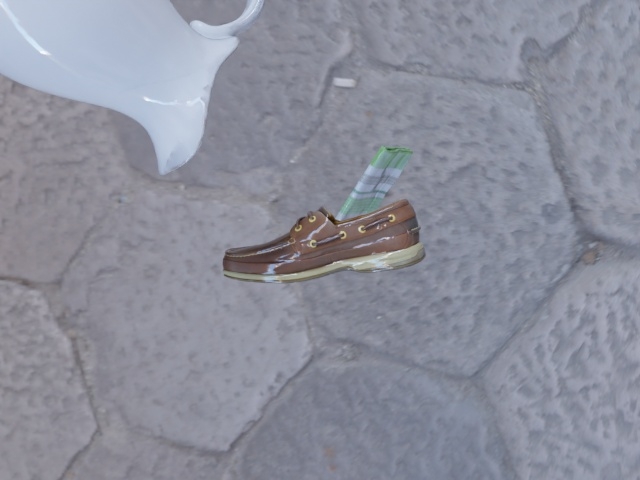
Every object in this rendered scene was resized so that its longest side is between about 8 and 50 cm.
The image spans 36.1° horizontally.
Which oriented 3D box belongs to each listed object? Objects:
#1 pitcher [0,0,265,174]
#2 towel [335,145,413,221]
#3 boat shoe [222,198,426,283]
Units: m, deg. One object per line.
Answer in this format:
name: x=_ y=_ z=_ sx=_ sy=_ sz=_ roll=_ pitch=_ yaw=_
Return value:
pitcher: x=-0.148 y=-0.171 z=0.680 sx=0.207 sy=0.125 sz=0.177 roll=34 pitch=67 yaw=-20
towel: x=0.071 y=-0.064 z=1.372 sx=0.023 sy=0.113 sz=0.152 roll=38 pitch=108 yaw=16
boat shoe: x=0.000 y=0.000 z=0.858 sx=0.178 sy=0.064 sz=0.060 roll=-8 pitch=99 yaw=6
